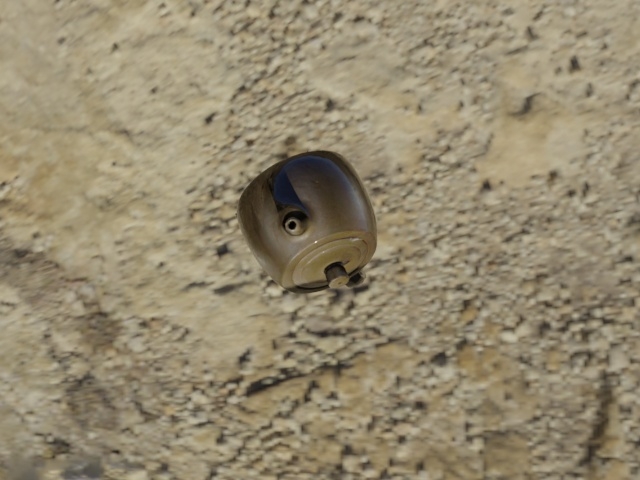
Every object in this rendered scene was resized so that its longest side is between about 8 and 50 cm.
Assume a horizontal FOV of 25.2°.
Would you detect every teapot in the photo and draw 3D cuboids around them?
[{"bbox_3d":[0.000,0.000,0.827,0.076,0.121,0.068,-30,61,8],"label":"teapot"}]
